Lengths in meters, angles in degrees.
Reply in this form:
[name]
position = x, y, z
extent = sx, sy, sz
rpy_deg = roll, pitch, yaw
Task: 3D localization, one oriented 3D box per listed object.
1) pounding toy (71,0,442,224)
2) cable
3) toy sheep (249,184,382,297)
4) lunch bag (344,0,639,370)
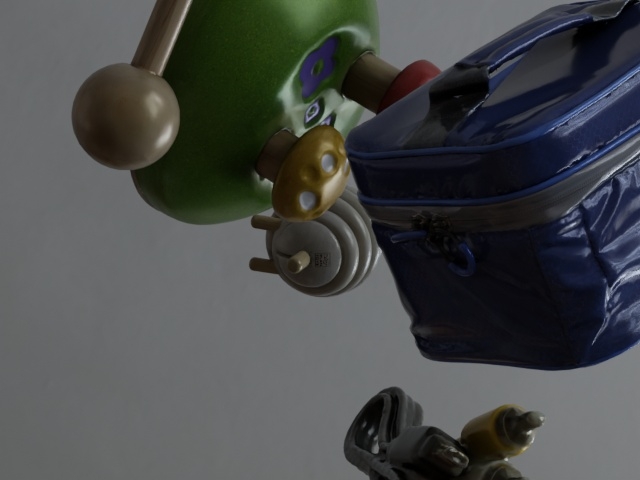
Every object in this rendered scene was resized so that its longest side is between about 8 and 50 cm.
[pounding toy]
position = -0.012, -0.075, 0.986
extent = 0.110, 0.237, 0.183
rpy_deg = 32, -90, 23
[cable]
position = 0.067, 0.168, 1.286
extent = 0.072, 0.139, 0.287
rpy_deg = 33, -10, -7
[toy sheep]
position = 0.000, 0.000, 1.323
extent = 0.091, 0.132, 0.091
rpy_deg = 8, -66, 18
[lunch bag]
position = 0.053, -0.017, 0.422
extent = 0.067, 0.098, 0.065
rpy_deg = 0, -64, 49
